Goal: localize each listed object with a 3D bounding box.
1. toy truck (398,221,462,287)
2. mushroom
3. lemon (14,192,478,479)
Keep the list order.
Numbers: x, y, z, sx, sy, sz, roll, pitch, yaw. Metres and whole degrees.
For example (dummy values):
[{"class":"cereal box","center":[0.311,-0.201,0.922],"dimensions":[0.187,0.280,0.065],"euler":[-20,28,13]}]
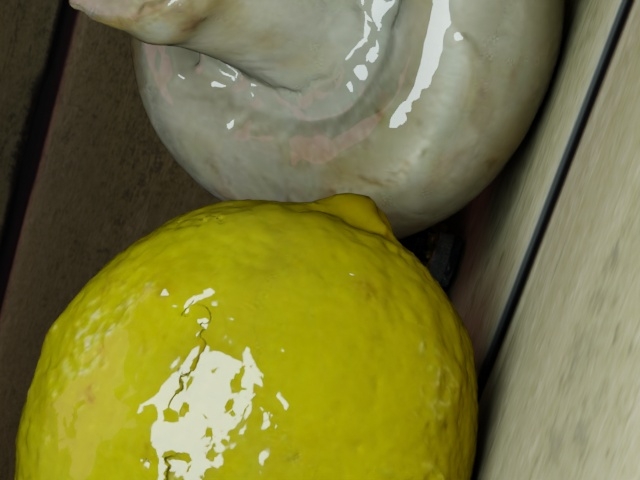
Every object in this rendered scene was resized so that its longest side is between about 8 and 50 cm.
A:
[{"class":"toy truck","center":[0.029,0.070,1.376],"dimensions":[0.114,0.098,0.226],"euler":[107,-179,-73]},{"class":"mushroom","center":[-0.012,-0.139,1.191],"dimensions":[0.290,0.297,0.297],"euler":[-2,-66,-52]},{"class":"lemon","center":[-0.039,0.112,1.074],"dimensions":[0.260,0.261,0.284],"euler":[-86,12,-71]}]
